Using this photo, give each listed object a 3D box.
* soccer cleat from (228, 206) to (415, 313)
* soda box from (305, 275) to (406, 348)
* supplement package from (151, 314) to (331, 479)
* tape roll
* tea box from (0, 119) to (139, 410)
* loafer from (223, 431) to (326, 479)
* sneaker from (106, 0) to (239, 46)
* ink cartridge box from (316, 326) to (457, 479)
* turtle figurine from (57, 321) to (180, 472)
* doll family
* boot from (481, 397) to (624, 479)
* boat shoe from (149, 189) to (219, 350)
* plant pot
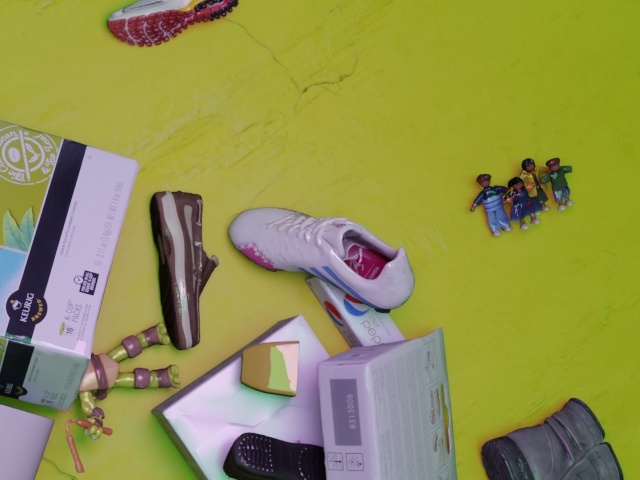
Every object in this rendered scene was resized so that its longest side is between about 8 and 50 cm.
[{"bbox_3d":[0.000,0.000,1.776,0.331,0.143,0.116,21,60,20],"label":"soccer cleat"},{"bbox_3d":[0.068,0.132,1.874,0.069,0.074,0.216,-36,93,-18],"label":"soda box"},{"bbox_3d":[-0.095,0.275,1.770,0.262,0.145,0.204,-34,93,-17],"label":"supplement package"},{"bbox_3d":[-0.520,0.299,1.593,0.246,0.246,0.169,20,77,-13],"label":"tape roll"},{"bbox_3d":[-0.464,0.024,1.612,0.324,0.220,0.329,15,58,-12],"label":"tea box"},{"bbox_3d":[-0.050,0.341,1.665,0.220,0.078,0.080,27,46,-26],"label":"loafer"},{"bbox_3d":[-0.248,-0.392,1.860,0.225,0.088,0.092,-24,69,-18],"label":"sneaker"},{"bbox_3d":[0.115,0.309,1.750,0.091,0.385,0.308,-5,92,22],"label":"ink cartridge box"},{"bbox_3d":[-0.331,0.216,1.736,0.217,0.087,0.269,-12,66,-22],"label":"turtle figurine"},{"bbox_3d":[0.354,-0.087,1.984,0.193,0.076,0.111,-28,110,-22],"label":"doll family"},{"bbox_3d":[0.430,0.456,1.918,0.223,0.118,0.338,-18,92,-23],"label":"boot"},{"bbox_3d":[-0.205,0.043,1.799,0.095,0.095,0.257,-5,84,-23],"label":"boat shoe"},{"bbox_3d":[-0.077,0.188,1.672,0.083,0.081,0.081,5,81,-5],"label":"plant pot"}]
